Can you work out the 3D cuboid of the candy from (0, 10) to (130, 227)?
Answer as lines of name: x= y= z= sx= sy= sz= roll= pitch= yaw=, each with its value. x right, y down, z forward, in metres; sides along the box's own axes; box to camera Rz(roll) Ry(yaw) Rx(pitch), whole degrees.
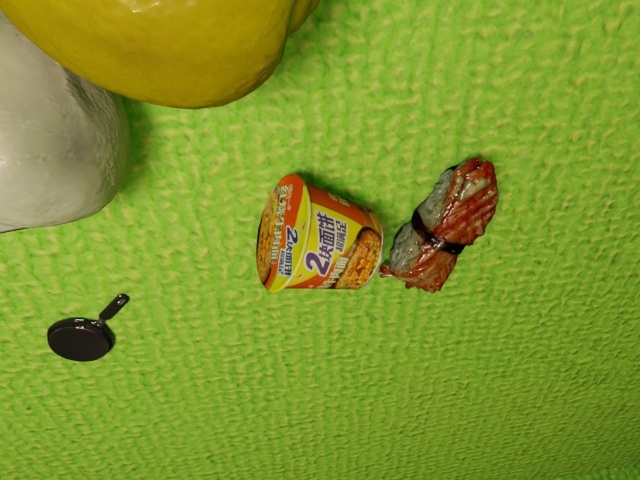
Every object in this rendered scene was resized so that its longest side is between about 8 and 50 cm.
candy: x=-0.378 y=-0.150 z=0.575 sx=0.295 sy=0.185 sz=0.295 roll=-33 pitch=133 yaw=-44

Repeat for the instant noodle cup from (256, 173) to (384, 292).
instant noodle cup: x=0.000 y=0.000 z=0.797 sx=0.174 sy=0.213 sz=0.213 roll=11 pitch=124 yaw=-29

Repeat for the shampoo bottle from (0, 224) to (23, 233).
shampoo bottle: x=-0.510 y=-0.145 z=0.662 sx=0.153 sy=0.071 sz=0.284 roll=-10 pitch=125 yaw=-7

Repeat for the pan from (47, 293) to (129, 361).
pan: x=-0.493 y=0.192 z=0.942 sx=0.235 sy=0.028 sz=0.136 roll=-41 pitch=124 yaw=19

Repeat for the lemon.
lemon: x=-0.165 y=-0.304 z=0.450 sx=0.348 sy=0.348 sz=0.347 roll=-5 pitch=127 yaw=-7

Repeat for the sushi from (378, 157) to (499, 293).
sushi: x=0.239 y=-0.019 z=0.873 sx=0.124 sy=0.130 sz=0.332 roll=21 pitch=115 yaw=-18
